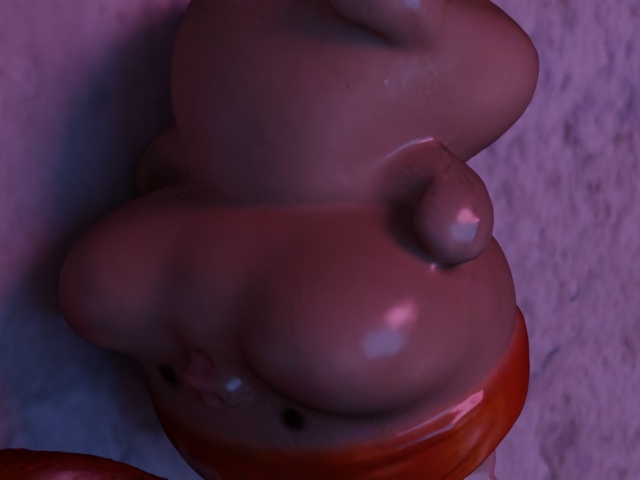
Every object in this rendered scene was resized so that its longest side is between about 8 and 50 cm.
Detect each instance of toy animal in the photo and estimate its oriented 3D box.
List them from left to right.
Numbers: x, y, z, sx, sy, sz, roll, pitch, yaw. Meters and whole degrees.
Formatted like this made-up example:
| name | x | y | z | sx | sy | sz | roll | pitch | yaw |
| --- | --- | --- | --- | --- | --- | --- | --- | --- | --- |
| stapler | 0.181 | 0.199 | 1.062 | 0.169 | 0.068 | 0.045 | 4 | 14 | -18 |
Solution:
| name | x | y | z | sx | sy | sz | roll | pitch | yaw |
| --- | --- | --- | --- | --- | --- | --- | --- | --- | --- |
| toy animal | 0.000 | 0.000 | 0.679 | 0.171 | 0.171 | 0.198 | 3 | 94 | -42 |

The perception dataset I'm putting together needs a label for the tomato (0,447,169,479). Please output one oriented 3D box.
| name | x | y | z | sx | sy | sz | roll | pitch | yaw |
| --- | --- | --- | --- | --- | --- | --- | --- | --- | --- |
| tomato | -0.130 | 0.138 | 0.622 | 0.173 | 0.099 | 0.189 | -41 | 161 | -48 |
